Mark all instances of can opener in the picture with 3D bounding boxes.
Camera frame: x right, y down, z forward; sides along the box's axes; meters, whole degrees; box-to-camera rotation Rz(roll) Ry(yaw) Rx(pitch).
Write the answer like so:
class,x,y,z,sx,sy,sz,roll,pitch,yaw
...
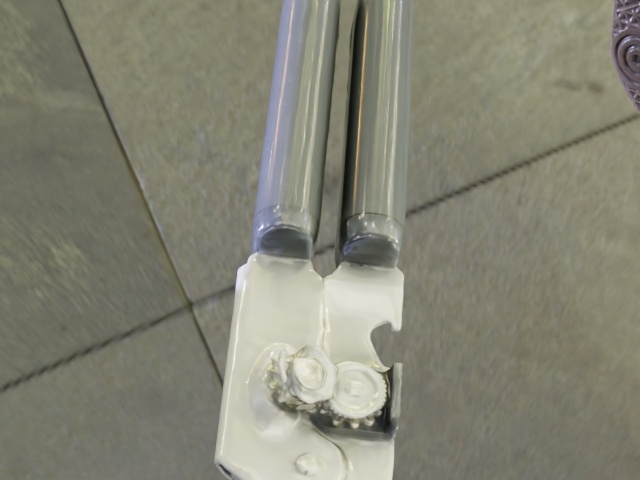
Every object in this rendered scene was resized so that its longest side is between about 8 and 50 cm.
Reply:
class,x,y,z,sx,sy,sz,roll,pitch,yaw
can opener,0.000,0.000,0.675,0.074,0.093,0.280,7,60,-4

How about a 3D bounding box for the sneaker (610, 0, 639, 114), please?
class,x,y,z,sx,sy,sz,roll,pitch,yaw
sneaker,0.191,-0.147,0.793,0.071,0.066,0.188,-34,113,-34
